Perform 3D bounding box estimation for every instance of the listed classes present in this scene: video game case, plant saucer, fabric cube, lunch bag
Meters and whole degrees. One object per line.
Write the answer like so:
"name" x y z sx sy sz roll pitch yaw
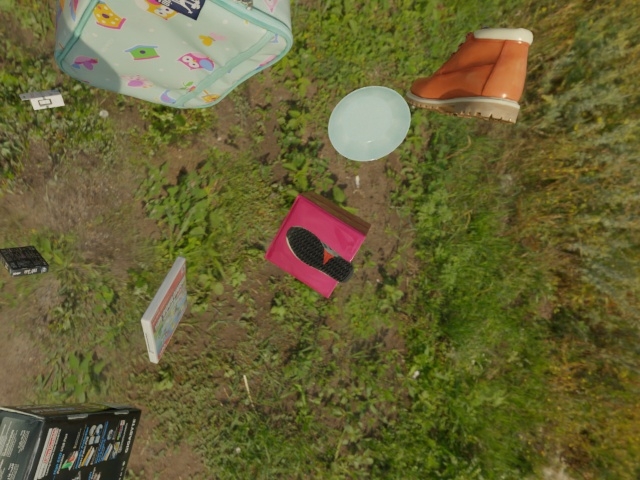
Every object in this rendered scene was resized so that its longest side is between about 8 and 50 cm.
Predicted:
"video game case" -0.430 0.200 1.153 0.025 0.285 0.204 20 51 -3
"plant saucer" 0.112 -0.278 0.967 0.194 0.195 0.038 23 38 -29
"fabric cube" 0.000 0.000 1.438 0.258 0.259 0.254 32 104 4
"lunch bag" -0.173 -0.257 0.496 0.223 0.279 0.108 6 81 -45

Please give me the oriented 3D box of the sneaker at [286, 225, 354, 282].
"sneaker" -0.010 0.026 0.808 0.161 0.075 0.057 35 84 -23

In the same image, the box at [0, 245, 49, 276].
"box" -0.627 0.042 0.865 0.067 0.083 0.018 -11 130 -55

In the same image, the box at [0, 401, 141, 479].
"box" -0.271 0.282 0.407 0.050 0.175 0.221 6 71 8

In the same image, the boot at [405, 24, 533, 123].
"boot" 0.146 -0.169 0.417 0.059 0.158 0.085 2 108 -24

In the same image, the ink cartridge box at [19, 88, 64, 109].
"ink cartridge box" -0.680 -0.343 1.001 0.083 0.048 0.028 -22 134 -31
